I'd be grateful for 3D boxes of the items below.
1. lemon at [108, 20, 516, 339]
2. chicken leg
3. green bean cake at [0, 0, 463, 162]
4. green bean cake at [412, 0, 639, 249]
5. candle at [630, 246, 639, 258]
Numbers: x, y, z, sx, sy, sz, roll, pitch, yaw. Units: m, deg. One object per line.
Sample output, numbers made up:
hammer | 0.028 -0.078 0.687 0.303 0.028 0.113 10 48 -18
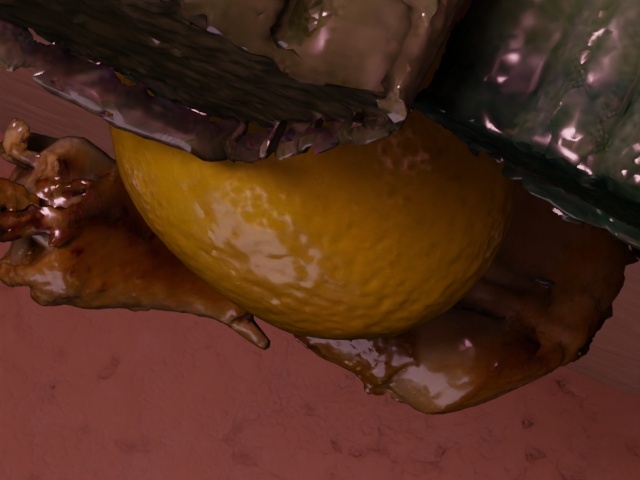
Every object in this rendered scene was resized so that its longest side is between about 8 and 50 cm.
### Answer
lemon | -0.005 -0.051 0.913 0.248 0.184 0.184 41 166 -35
chicken leg | 0.000 0.000 1.089 0.429 0.201 0.153 6 152 -26
green bean cake | -0.086 -0.133 0.685 0.255 0.132 0.241 27 174 -17
green bean cake | 0.159 -0.036 0.727 0.208 0.107 0.193 22 178 27
candle | 0.245 0.005 1.089 0.131 0.052 0.052 18 173 38
